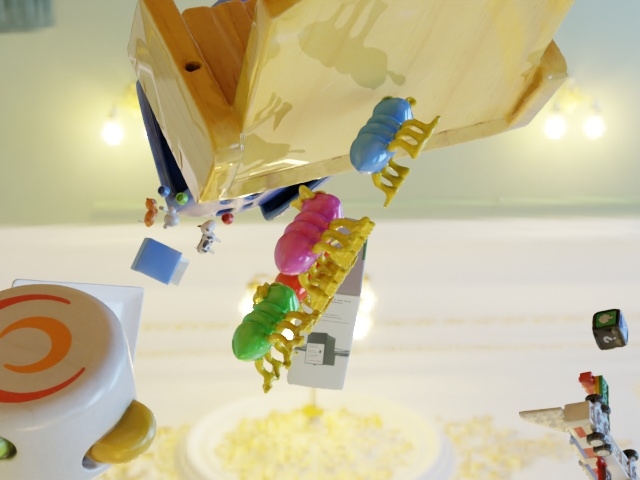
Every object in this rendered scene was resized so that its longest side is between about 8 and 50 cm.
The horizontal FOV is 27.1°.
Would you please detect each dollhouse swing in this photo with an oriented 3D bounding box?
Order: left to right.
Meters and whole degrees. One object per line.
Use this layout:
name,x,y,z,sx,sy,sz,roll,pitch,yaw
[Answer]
dollhouse swing,0.028,-0.228,1.191,0.347,0.305,0.315,-14,-128,-18

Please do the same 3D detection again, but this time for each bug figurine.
bug figurine,0.000,0.000,1.147,0.072,0.279,0.216,32,-136,2

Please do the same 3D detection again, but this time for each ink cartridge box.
ink cartridge box,0.010,0.090,1.886,0.087,0.208,0.153,9,-135,-1

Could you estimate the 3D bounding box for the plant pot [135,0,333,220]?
plant pot,-0.087,-0.170,1.832,0.212,0.236,0.236,12,141,-44

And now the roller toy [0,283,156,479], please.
roller toy,-0.280,0.152,1.336,0.209,0.146,0.191,-12,-136,-10

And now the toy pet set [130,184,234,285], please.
toy pet set,-0.186,-0.010,1.594,0.122,0.114,0.065,21,172,32

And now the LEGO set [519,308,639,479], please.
LEGO set,0.208,0.175,0.919,0.060,0.244,0.182,-13,-179,24

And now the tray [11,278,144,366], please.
tray,-0.389,0.135,2.069,0.030,0.145,0.270,11,-178,38
